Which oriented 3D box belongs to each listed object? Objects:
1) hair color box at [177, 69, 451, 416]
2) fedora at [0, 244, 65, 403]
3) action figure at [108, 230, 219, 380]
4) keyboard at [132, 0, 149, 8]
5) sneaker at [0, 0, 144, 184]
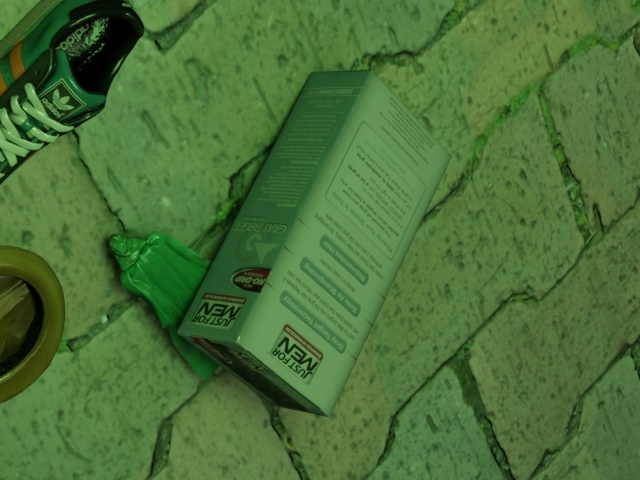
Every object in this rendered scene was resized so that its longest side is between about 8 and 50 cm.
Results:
[{"bbox_3d":[0.000,0.000,1.754,0.185,0.114,0.374,43,64,-38],"label":"hair color box"},{"bbox_3d":[-0.369,0.085,1.559,0.194,0.079,0.194,-13,115,-29],"label":"fedora"},{"bbox_3d":[-0.168,0.055,1.718,0.137,0.063,0.232,-55,133,-9],"label":"action figure"},{"bbox_3d":[-0.136,-0.348,1.607,0.256,0.014,0.072,-48,135,-36],"label":"keyboard"},{"bbox_3d":[-0.301,-0.145,1.511,0.302,0.121,0.108,-53,129,-12],"label":"sneaker"}]
